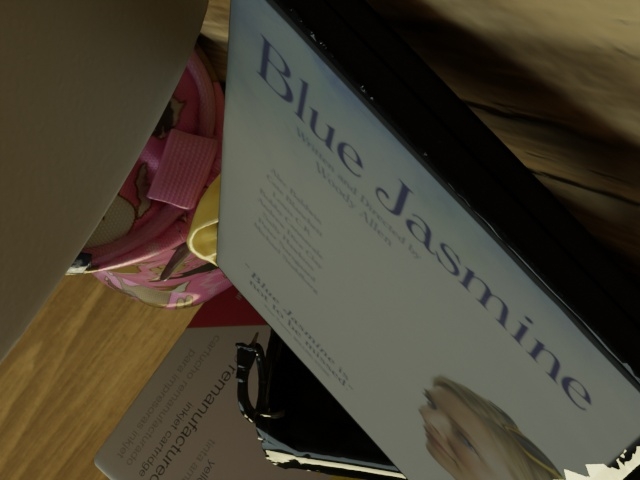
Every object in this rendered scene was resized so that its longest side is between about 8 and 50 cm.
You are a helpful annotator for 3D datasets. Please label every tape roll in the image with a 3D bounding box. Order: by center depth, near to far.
[{"bbox_3d":[-0.164,-0.019,0.583,0.100,0.286,0.286,37,177,-19],"label":"tape roll"}]

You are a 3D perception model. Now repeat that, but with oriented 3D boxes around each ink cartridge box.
[{"bbox_3d":[0.058,0.173,1.199,0.385,0.279,0.160,33,175,38],"label":"ink cartridge box"}]

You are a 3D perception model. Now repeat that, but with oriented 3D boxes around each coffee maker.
[{"bbox_3d":[0.062,0.101,0.929,0.178,0.120,0.171,5,-169,20],"label":"coffee maker"}]

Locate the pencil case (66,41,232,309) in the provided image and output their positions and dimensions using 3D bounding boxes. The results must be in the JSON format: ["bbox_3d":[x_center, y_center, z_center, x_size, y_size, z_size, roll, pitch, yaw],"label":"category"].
[{"bbox_3d":[-0.119,-0.043,0.991,0.386,0.160,0.167,71,-178,-85],"label":"pencil case"}]

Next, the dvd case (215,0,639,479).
[{"bbox_3d":[0.030,0.023,0.537,0.180,0.022,0.253,48,162,13],"label":"dvd case"}]

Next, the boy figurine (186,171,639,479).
[{"bbox_3d":[0.032,0.009,0.701,0.285,0.092,0.177,28,175,46],"label":"boy figurine"}]
